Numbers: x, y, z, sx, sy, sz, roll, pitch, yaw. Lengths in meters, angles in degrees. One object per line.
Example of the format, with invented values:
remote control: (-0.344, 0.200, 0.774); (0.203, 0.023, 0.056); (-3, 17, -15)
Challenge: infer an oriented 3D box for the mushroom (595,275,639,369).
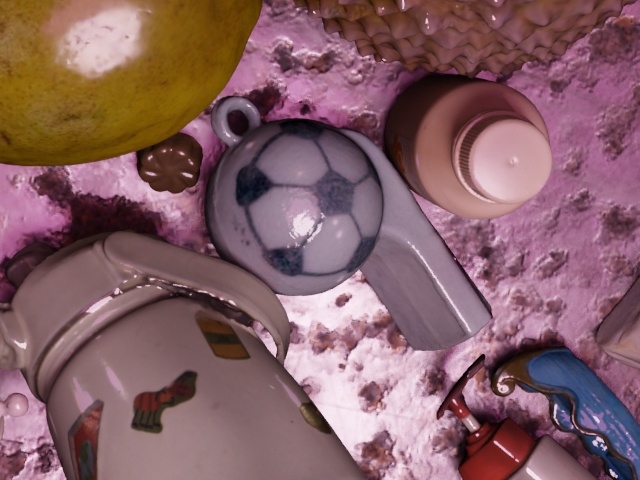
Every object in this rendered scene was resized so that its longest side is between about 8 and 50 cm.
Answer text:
mushroom: (0.424, 0.090, 1.682); (0.329, 0.122, 0.159); (23, 128, -8)

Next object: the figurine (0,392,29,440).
figurine: (-0.373, 0.143, 1.567); (0.257, 0.182, 0.144); (-7, 138, -13)

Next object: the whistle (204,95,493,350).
whistle: (0.000, 0.000, 1.588); (0.163, 0.163, 0.289); (-36, 98, -3)

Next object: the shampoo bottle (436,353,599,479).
shampoo bottle: (0.195, 0.229, 1.646); (0.284, 0.071, 0.153); (49, 131, -7)

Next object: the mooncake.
mooncake: (-0.274, -0.036, 1.597); (0.347, 0.057, 0.150); (-28, 122, 1)

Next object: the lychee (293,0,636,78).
lychee: (0.098, -0.313, 1.466); (0.380, 0.432, 0.380); (3, 97, 29)

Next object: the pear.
pear: (-0.202, -0.186, 1.502); (0.307, 0.253, 0.253); (-13, 97, 4)

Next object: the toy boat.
toy boat: (0.229, 0.170, 1.670); (0.077, 0.075, 0.185); (-39, 96, -11)

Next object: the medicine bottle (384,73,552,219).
medicine bottle: (0.126, -0.075, 1.544); (0.114, 0.252, 0.114); (-1, 97, -8)

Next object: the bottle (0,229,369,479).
bottle: (-0.120, 0.133, 1.534); (0.229, 0.229, 0.351); (-35, 62, -3)
